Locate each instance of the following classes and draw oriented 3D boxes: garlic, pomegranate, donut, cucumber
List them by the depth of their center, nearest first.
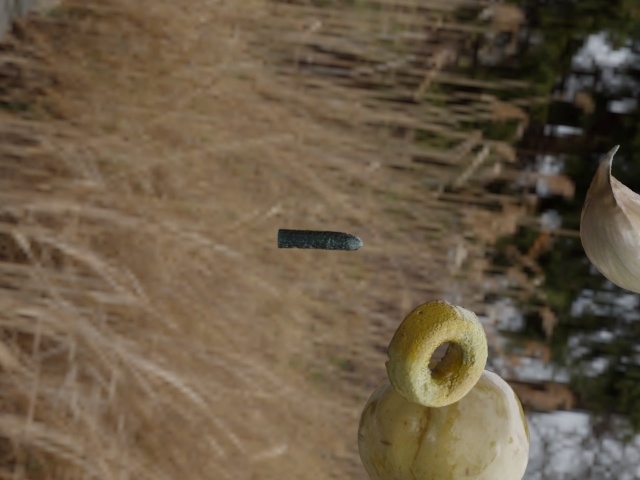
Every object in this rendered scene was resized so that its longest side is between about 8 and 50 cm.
[{"bbox_3d":[0.346,0.004,1.511,0.128,0.207,0.115,-44,-130,27],"label":"garlic"},{"bbox_3d":[0.000,0.000,2.218,0.032,0.133,0.032,3,90,-83],"label":"cucumber"},{"bbox_3d":[0.191,0.189,2.283,0.065,0.162,0.178,-134,-121,-66],"label":"donut"},{"bbox_3d":[0.221,0.392,2.672,0.342,0.342,0.342,7,90,-88],"label":"pomegranate"}]
